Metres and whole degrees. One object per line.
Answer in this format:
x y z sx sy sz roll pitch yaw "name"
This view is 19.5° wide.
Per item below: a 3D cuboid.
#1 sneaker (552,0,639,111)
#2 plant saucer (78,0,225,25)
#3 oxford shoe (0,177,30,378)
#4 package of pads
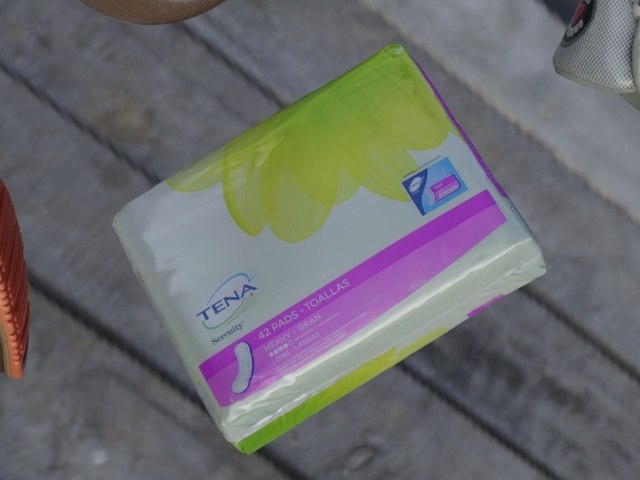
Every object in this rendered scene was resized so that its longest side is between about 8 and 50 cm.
0.162 -0.123 0.760 0.146 0.122 0.330 -15 104 -5 "sneaker"
-0.062 -0.178 0.845 0.168 0.029 0.168 -17 117 -37 "plant saucer"
-0.269 -0.017 1.277 0.097 0.098 0.271 -97 172 -62 "oxford shoe"
0.000 0.000 1.532 0.296 0.101 0.229 -32 63 2 "package of pads"
